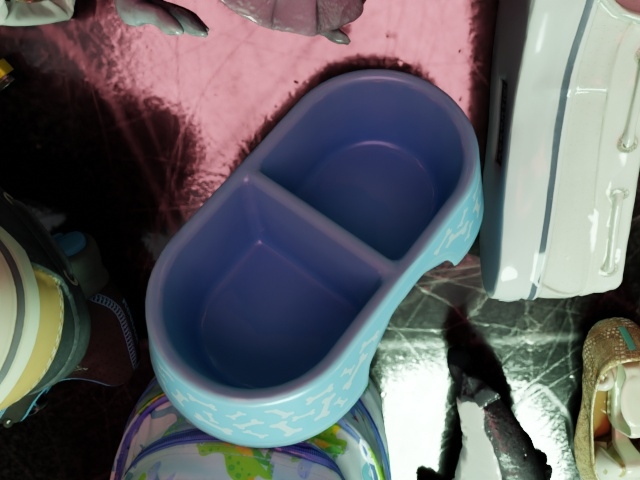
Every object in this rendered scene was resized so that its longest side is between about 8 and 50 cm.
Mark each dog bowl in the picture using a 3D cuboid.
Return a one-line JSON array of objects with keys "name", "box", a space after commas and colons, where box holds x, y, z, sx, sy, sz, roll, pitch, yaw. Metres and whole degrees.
[{"name": "dog bowl", "box": [0.000, 0.000, 0.469, 0.166, 0.074, 0.297, 35, 73, 16]}]

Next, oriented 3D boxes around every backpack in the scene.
[{"name": "backpack", "box": [-0.061, 0.252, 0.583, 0.290, 0.273, 0.355, 14, 98, 6]}]

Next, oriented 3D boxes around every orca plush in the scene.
[{"name": "orca plush", "box": [0.174, 0.231, 0.650, 0.151, 0.102, 0.287, -5, 105, 52]}]

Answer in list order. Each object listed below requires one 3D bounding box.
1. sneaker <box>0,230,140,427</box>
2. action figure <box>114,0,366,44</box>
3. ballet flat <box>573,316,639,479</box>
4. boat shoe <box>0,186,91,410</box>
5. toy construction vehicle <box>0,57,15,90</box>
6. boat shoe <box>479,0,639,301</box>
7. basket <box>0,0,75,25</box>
[{"name": "sneaker", "box": [-0.324, 0.119, 0.592, 0.341, 0.125, 0.139, -21, 110, 11]}, {"name": "action figure", "box": [-0.009, -0.305, 0.374, 0.276, 0.248, 0.370, 19, 118, 2]}, {"name": "ballet flat", "box": [0.272, 0.171, 0.613, 0.073, 0.067, 0.206, -11, 110, 5]}, {"name": "boat shoe", "box": [-0.366, -0.037, 0.482, 0.500, 0.156, 0.186, 31, 87, 16]}, {"name": "toy construction vehicle", "box": [-0.309, -0.138, 0.547, 0.098, 0.035, 0.086, -34, 116, 17]}, {"name": "boat shoe", "box": [0.209, -0.118, 0.472, 0.157, 0.136, 0.367, 1, 113, 3]}, {"name": "basket", "box": [-0.224, -0.245, 0.458, 0.103, 0.113, 0.167, 21, 110, -1]}]
